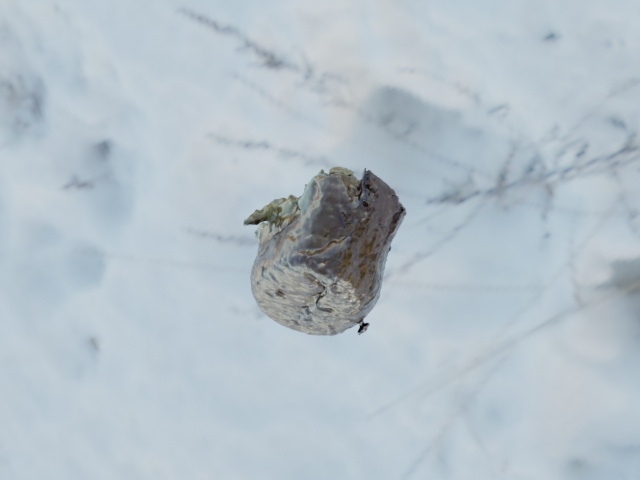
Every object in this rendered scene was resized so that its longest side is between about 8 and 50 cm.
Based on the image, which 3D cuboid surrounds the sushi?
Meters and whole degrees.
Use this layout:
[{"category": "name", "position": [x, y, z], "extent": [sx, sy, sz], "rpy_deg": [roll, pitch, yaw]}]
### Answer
[{"category": "sushi", "position": [0.004, 0.002, 0.766], "extent": [0.061, 0.060, 0.118], "rpy_deg": [29, 157, -19]}]
